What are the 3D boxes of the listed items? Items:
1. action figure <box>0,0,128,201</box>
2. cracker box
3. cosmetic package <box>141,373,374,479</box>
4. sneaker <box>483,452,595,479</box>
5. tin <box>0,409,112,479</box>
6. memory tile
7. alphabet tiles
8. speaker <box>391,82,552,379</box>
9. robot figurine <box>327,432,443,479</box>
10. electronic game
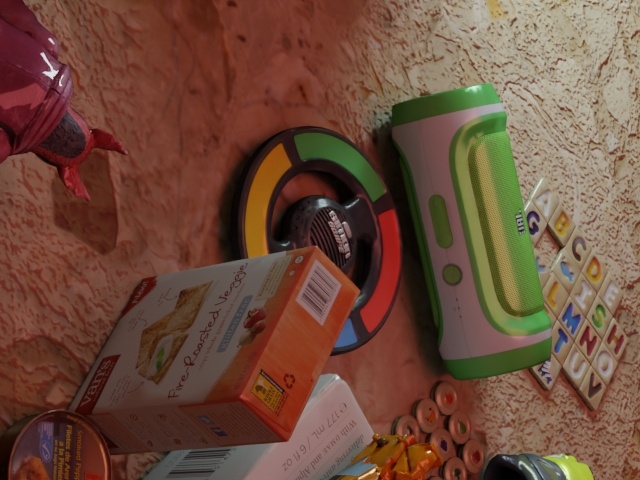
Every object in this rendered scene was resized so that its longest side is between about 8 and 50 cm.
[{"bbox_3d":[-0.292,-0.160,1.233,0.370,0.276,0.248,29,55,-22],"label":"action figure"},{"bbox_3d":[-0.093,0.095,1.391,0.067,0.232,0.155,46,53,-28],"label":"cracker box"},{"bbox_3d":[-0.002,0.339,1.490,0.217,0.156,0.385,-45,113,-38],"label":"cosmetic package"},{"bbox_3d":[0.235,0.351,1.736,0.121,0.111,0.300,17,42,-28],"label":"sneaker"},{"bbox_3d":[-0.225,0.236,1.374,0.106,0.040,0.189,11,75,-39],"label":"tin"},{"bbox_3d":[0.116,0.224,1.734,0.148,0.012,0.113,-37,108,-42],"label":"memory tile"},{"bbox_3d":[0.281,0.077,1.931,0.237,0.009,0.198,51,51,-25],"label":"alphabet tiles"},{"bbox_3d":[0.160,-0.009,1.743,0.131,0.131,0.296,-14,92,-46],"label":"speaker"},{"bbox_3d":[0.019,0.301,1.351,0.291,0.085,0.211,-47,114,-38],"label":"robot figurine"},{"bbox_3d":[0.000,0.000,1.635,0.229,0.048,0.229,11,74,-43],"label":"electronic game"}]
